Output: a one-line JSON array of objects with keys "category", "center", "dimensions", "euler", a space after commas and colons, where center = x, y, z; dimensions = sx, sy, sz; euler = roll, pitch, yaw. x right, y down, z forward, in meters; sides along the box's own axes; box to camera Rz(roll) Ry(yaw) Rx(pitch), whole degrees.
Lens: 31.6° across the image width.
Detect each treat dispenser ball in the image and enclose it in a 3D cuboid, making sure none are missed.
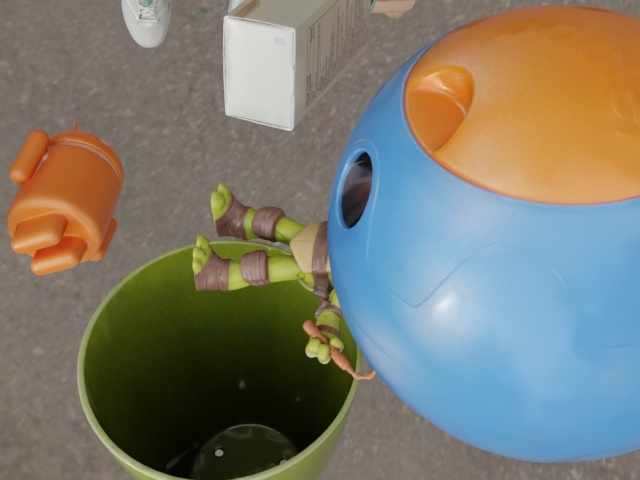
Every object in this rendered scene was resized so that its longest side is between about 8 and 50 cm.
[{"category": "treat dispenser ball", "center": [0.148, -0.004, 0.722], "dimensions": [0.288, 0.288, 0.288], "euler": [5, 112, 14]}]

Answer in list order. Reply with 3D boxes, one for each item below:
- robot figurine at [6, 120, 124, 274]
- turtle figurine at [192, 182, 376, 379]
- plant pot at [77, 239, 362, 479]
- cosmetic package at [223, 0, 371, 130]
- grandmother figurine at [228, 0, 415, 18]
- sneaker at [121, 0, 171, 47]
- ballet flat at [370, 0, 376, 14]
[{"category": "robot figurine", "center": [-0.331, -0.058, 1.481], "dimensions": [0.158, 0.219, 0.128], "euler": [24, 134, -13]}, {"category": "turtle figurine", "center": [0.000, 0.000, 1.077], "dimensions": [0.217, 0.087, 0.270], "euler": [8, 67, 14]}, {"category": "plant pot", "center": [-0.094, 0.195, 1.207], "dimensions": [0.274, 0.275, 0.293], "euler": [13, 145, 11]}, {"category": "cosmetic package", "center": [-0.010, -0.113, 0.620], "dimensions": [0.041, 0.115, 0.060], "euler": [14, 124, 17]}, {"category": "grandmother figurine", "center": [0.008, -0.383, 1.764], "dimensions": [0.104, 0.342, 0.208], "euler": [60, 145, 18]}, {"category": "sneaker", "center": [-0.273, -0.384, 1.774], "dimensions": [0.080, 0.094, 0.212], "euler": [1, 131, -8]}, {"category": "ballet flat", "center": [0.047, -0.381, 1.483], "dimensions": [0.123, 0.123, 0.348], "euler": [33, 125, 2]}]
